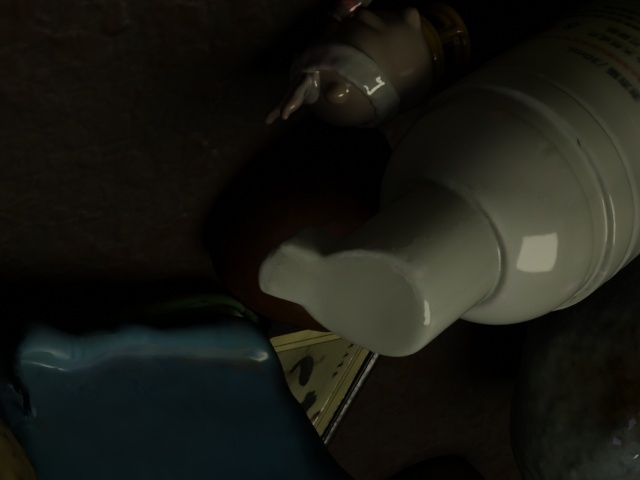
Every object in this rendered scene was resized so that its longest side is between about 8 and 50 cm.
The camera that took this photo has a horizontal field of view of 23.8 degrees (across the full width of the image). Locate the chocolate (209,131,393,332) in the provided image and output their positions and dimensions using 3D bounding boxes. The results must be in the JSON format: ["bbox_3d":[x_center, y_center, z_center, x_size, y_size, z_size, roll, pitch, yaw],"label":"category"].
[{"bbox_3d":[0.000,0.000,0.943,0.133,0.127,0.124,-27,119,7],"label":"chocolate"}]

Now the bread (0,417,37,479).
[{"bbox_3d":[-0.311,0.184,0.613,0.390,0.279,0.371,-29,149,11],"label":"bread"}]

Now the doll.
[{"bbox_3d":[0.021,-0.104,0.849,0.127,0.073,0.084,-24,114,-30],"label":"doll"}]

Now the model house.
[{"bbox_3d":[-0.137,0.220,0.916,0.237,0.215,0.303,4,133,-50],"label":"model house"}]

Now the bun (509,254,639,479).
[{"bbox_3d":[0.304,0.091,1.251,0.362,0.211,0.362,-29,150,-19],"label":"bun"}]

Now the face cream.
[{"bbox_3d":[0.120,-0.033,0.864,0.369,0.145,0.145,-35,154,-40],"label":"face cream"}]

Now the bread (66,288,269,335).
[{"bbox_3d":[-0.133,0.112,1.006,0.228,0.033,0.228,-26,149,-17],"label":"bread"}]

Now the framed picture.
[{"bbox_3d":[-0.023,0.125,1.103,0.199,0.010,0.195,-6,130,-58],"label":"framed picture"}]

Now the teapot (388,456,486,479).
[{"bbox_3d":[0.122,0.323,1.415,0.267,0.175,0.185,6,131,-49],"label":"teapot"}]
